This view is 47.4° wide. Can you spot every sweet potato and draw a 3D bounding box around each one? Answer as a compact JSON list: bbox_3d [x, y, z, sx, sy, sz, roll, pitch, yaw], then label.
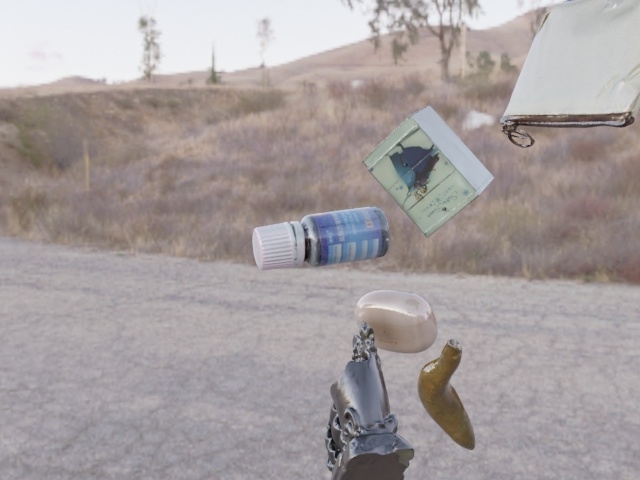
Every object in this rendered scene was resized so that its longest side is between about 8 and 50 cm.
[{"bbox_3d":[0.256,0.312,1.508,0.108,0.346,0.079,4,44,24],"label":"sweet potato"}]

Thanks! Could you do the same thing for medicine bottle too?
[{"bbox_3d":[0.000,0.000,1.117,0.203,0.084,0.083,-10,8,-14],"label":"medicine bottle"}]

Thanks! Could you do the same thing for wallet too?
[{"bbox_3d":[0.445,-0.299,1.243,0.068,0.275,0.335,16,0,-23],"label":"wallet"}]

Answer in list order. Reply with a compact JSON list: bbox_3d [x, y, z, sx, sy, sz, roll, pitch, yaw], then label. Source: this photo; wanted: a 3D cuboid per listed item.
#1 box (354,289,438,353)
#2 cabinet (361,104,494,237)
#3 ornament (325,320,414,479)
[{"bbox_3d":[0.166,0.180,1.620,0.200,0.146,0.088,1,29,42],"label":"box"},{"bbox_3d":[0.221,-0.144,1.496,0.145,0.206,0.150,-42,-3,32],"label":"cabinet"},{"bbox_3d":[0.051,0.276,1.133,0.106,0.251,0.260,2,40,-13],"label":"ornament"}]
